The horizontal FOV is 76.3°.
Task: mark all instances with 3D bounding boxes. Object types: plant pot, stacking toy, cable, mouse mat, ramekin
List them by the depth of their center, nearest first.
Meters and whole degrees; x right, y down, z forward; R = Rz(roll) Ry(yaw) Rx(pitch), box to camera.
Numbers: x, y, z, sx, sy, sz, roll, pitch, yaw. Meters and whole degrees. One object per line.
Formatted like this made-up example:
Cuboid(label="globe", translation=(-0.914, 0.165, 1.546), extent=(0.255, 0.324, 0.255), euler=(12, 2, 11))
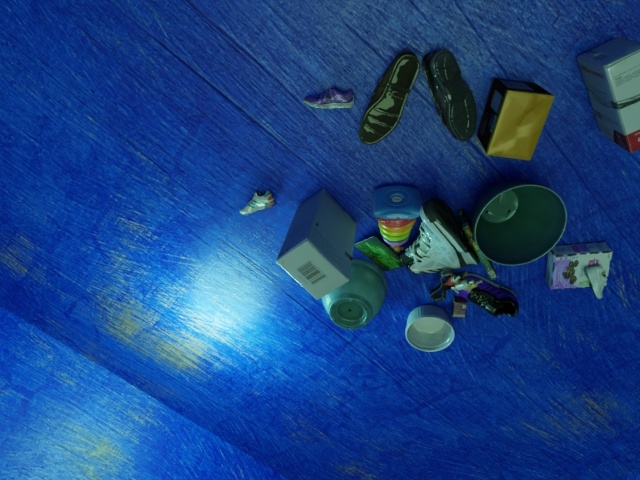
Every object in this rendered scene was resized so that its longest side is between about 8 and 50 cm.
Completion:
Cuboid(label="plant pot", translation=(0.650, -0.085, 1.407), extent=(0.291, 0.195, 0.290), euler=(0, 116, 1))
Cuboid(label="stacking toy", translation=(0.285, -0.048, 1.557), extent=(0.175, 0.165, 0.301), euler=(1, 137, 8))
Cuboid(label="cable", translation=(0.496, 0.190, 1.611), extent=(0.140, 0.072, 0.287), euler=(14, 148, -13))
Cuboid(label="mouse mat", translation=(0.242, 0.057, 1.654), extent=(0.190, 0.007, 0.153), euler=(38, 150, -15))
Cuboid(label="plant pot", translation=(0.132, 0.250, 1.727), extent=(0.293, 0.196, 0.292), euler=(5, 123, 8))
Cuboid(label="ramekin", translation=(0.479, 0.379, 1.798), extent=(0.207, 0.109, 0.207), euler=(5, 123, 7))

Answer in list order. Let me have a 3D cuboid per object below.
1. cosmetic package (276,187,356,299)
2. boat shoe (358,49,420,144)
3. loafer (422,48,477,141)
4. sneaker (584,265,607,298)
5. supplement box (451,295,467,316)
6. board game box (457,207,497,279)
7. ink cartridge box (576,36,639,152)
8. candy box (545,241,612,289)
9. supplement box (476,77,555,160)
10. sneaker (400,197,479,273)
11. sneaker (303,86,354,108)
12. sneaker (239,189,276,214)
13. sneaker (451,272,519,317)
Cuboid(label="cosmetic package", translation=(0.000, 0.000, 1.480), extent=(0.156, 0.385, 0.217), euler=(-34, 113, 28))
Cuboid(label="boat shoe", translation=(0.221, -0.456, 1.319), extent=(0.111, 0.104, 0.307), euler=(24, 122, -16))
Cuboid(label="loafer", translation=(0.411, -0.461, 1.302), extent=(0.109, 0.095, 0.302), euler=(-35, 119, -5))
Cuboid(label="sneaker", translation=(1.028, 0.156, 1.504), extent=(0.061, 0.053, 0.152), euler=(-24, 117, 20))
Cuboid(label="supplement box", translation=(0.597, 0.286, 1.756), extent=(0.055, 0.043, 0.083), euler=(2, 123, 9))
Cuboid(label="board game box", translation=(0.588, 0.014, 1.529), extent=(0.030, 0.136, 0.259), euler=(-26, 115, 25))
Cuboid(label="ink cartridge box", translation=(0.865, -0.420, 1.165), extent=(0.114, 0.197, 0.272), euler=(-27, 114, 23))
Cuboid(label="candy box", translation=(0.977, 0.097, 1.550), extent=(0.196, 0.070, 0.164), euler=(-6, 121, 14))
Cuboid(label="supplement box", translation=(0.583, -0.375, 1.246), extent=(0.129, 0.194, 0.191), euler=(9, 123, 5))
Cuboid(label="sneaker", translation=(0.391, 0.026, 1.470), extent=(0.258, 0.169, 0.447), euler=(-25, 145, 23))
Cuboid(label="sneaker", translation=(0.028, -0.480, 1.371), extent=(0.170, 0.068, 0.071), euler=(-1, 107, 1))
Cuboid(label="sneaker", translation=(-0.258, -0.155, 1.631), extent=(0.161, 0.057, 0.075), euler=(-15, 102, 20))
Cuboid(label="sneaker", translation=(0.669, 0.231, 1.646), extent=(0.294, 0.146, 0.102), euler=(17, 123, -1))
